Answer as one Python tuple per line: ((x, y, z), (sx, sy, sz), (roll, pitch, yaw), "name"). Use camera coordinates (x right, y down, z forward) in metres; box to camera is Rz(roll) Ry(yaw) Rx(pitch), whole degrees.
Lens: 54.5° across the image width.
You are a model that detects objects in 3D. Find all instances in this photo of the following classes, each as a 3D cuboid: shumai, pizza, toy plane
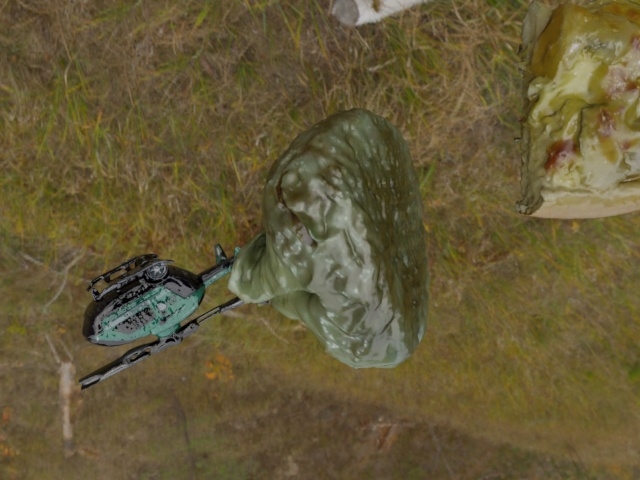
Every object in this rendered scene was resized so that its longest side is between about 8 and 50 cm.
((-0.003, -0.004, 0.456), (0.142, 0.184, 0.184), (-11, 149, 26), "shumai")
((0.303, -0.150, 0.568), (0.324, 0.222, 0.089), (-24, 180, -9), "pizza")
((-0.232, 0.087, 1.000), (0.382, 0.106, 0.155), (-31, 110, -26), "toy plane")
